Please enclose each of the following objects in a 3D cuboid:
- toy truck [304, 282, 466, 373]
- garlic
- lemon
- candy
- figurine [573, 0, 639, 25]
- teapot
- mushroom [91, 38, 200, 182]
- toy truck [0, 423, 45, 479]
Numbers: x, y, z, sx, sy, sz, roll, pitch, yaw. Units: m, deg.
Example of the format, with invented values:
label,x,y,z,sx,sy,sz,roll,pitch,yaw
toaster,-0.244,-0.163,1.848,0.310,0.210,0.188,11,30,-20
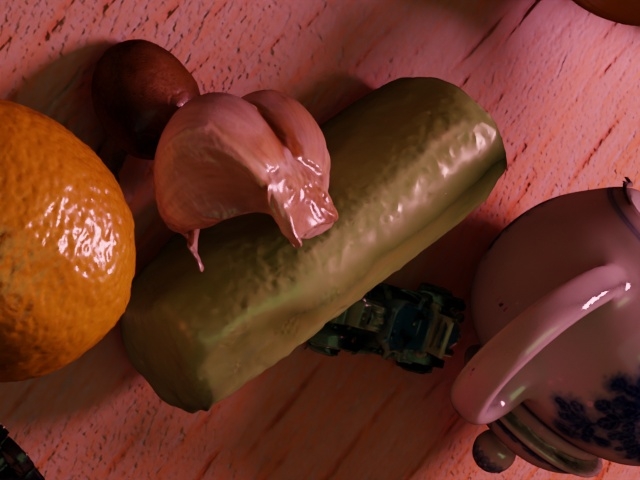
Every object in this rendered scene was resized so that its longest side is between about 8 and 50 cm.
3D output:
label,x,y,z,sx,sy,sz,roll,pitch,yaw
toy truck,0.063,0.073,1.547,0.154,0.078,0.080,14,94,-41
garlic,-0.055,-0.052,1.324,0.174,0.099,0.124,-32,105,-61
lemon,-0.228,-0.002,1.211,0.256,0.188,0.188,26,87,-38
candy,0.000,0.000,1.432,0.343,0.142,0.132,-37,137,-24
figurine,0.329,-0.226,1.504,0.387,0.268,0.401,31,45,-10
teapot,0.229,0.101,1.595,0.280,0.252,0.424,-49,159,17
mushroom,-0.132,-0.081,1.337,0.088,0.073,0.129,14,95,-44
toy truck,-0.223,0.221,1.329,0.088,0.121,0.259,-42,127,-20
